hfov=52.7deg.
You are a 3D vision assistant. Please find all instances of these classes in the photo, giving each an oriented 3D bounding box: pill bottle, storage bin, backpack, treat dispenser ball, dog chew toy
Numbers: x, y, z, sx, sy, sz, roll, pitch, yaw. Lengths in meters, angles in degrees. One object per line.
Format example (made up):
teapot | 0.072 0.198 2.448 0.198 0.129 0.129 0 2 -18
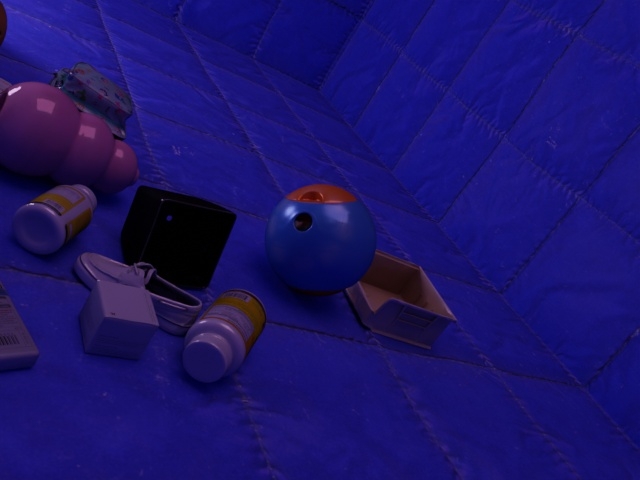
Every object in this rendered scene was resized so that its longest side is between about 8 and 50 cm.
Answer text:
pill bottle | -0.184 0.182 1.233 0.117 0.117 0.215 34 21 0
pill bottle | -0.516 -0.050 1.278 0.103 0.103 0.184 31 21 -6
storage bin | 0.208 0.156 1.844 0.260 0.123 0.262 21 25 -30
backpack | -0.610 -0.344 1.680 0.225 0.191 0.253 36 9 -29
treat dispenser ball | 0.000 0.000 1.658 0.288 0.288 0.288 29 22 -13
dog chew toy | -0.561 -0.209 1.448 0.332 0.206 0.206 28 20 -37

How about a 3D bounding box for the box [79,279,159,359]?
box | -0.353 0.138 1.126 0.102 0.087 0.101 17 27 -36

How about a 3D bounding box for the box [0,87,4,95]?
box | -0.797 -0.266 1.316 0.169 0.087 0.290 30 29 -9

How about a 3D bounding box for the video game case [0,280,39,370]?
video game case | -0.621 0.086 0.931 0.329 0.036 0.300 2 37 -52

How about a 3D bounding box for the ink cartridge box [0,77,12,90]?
ink cartridge box | -0.793 -0.344 1.548 0.109 0.063 0.150 30 17 -43

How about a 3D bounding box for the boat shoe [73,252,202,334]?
boat shoe | -0.348 0.083 1.255 0.258 0.084 0.095 30 22 -9

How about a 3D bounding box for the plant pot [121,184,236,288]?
plant pot | -0.327 -0.022 1.405 0.188 0.187 0.167 11 18 -44

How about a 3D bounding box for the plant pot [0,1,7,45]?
plant pot | -0.928 -0.566 1.599 0.291 0.291 0.203 39 6 15
